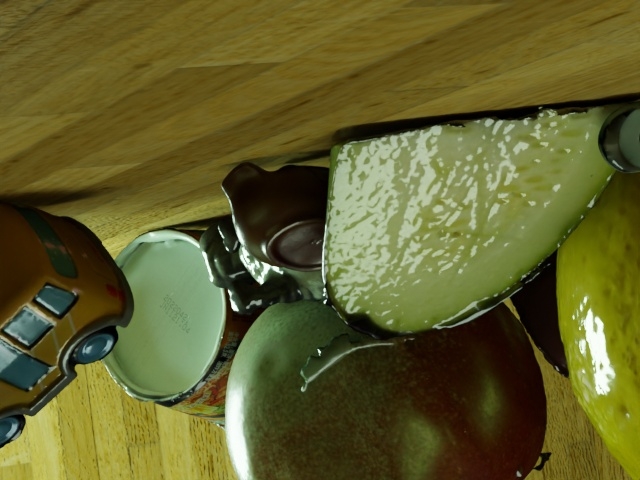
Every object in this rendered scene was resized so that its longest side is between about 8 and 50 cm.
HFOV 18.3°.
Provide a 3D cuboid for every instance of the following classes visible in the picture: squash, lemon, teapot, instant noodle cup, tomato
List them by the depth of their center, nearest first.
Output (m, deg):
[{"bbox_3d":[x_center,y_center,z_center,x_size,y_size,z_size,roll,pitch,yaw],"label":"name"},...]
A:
[{"bbox_3d":[0.112,-0.009,1.475,0.236,0.155,0.204,-5,177,-14],"label":"squash"},{"bbox_3d":[-0.019,-0.027,1.528,0.129,0.078,0.098,17,132,-43],"label":"teapot"},{"bbox_3d":[0.366,0.079,1.573,0.364,0.364,0.364,-8,176,-1],"label":"lemon"},{"bbox_3d":[0.062,0.144,1.860,0.303,0.239,0.303,-20,-159,8],"label":"tomato"},{"bbox_3d":[-0.107,0.085,2.025,0.230,0.230,0.182,-10,167,33],"label":"instant noodle cup"}]

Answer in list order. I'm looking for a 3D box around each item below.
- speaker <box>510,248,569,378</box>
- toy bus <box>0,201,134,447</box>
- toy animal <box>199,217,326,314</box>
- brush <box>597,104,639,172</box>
[{"bbox_3d":[0.314,-0.032,1.842,0.259,0.198,0.329,37,132,-21],"label":"speaker"},{"bbox_3d":[-0.265,0.067,1.550,0.209,0.126,0.136,-43,150,8],"label":"toy bus"},{"bbox_3d":[-0.017,0.004,1.766,0.168,0.106,0.343,-14,-175,-25],"label":"toy animal"},{"bbox_3d":[0.340,-0.093,1.443,0.296,0.068,0.060,-6,-159,-8],"label":"brush"}]
